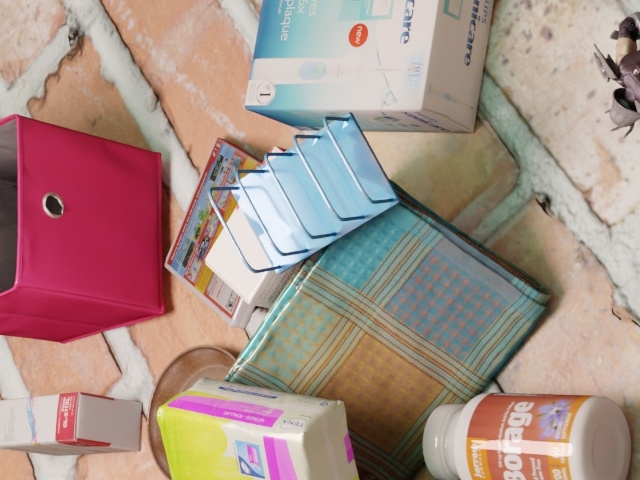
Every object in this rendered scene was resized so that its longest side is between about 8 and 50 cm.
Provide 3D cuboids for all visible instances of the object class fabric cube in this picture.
[{"bbox_3d":[-0.401,-0.005,2.190,0.259,0.258,0.254,-18,67,42],"label":"fabric cube"}]

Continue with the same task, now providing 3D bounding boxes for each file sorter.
[{"bbox_3d":[-0.023,-0.051,1.700,0.170,0.104,0.118,-31,82,18],"label":"file sorter"}]

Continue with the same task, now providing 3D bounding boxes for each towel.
[{"bbox_3d":[0.064,0.135,1.814,0.370,0.271,0.040,-54,10,16],"label":"towel"}]

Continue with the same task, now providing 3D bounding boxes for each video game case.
[{"bbox_3d":[-0.122,-0.016,2.061,0.285,0.025,0.204,33,102,62],"label":"video game case"}]

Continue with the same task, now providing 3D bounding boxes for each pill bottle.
[{"bbox_3d":[0.228,0.232,1.714,0.216,0.121,0.121,-3,77,39],"label":"pill bottle"}]

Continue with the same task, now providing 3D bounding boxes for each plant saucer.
[{"bbox_3d":[-0.156,0.243,2.087,0.198,0.036,0.198,-11,72,38],"label":"plant saucer"}]

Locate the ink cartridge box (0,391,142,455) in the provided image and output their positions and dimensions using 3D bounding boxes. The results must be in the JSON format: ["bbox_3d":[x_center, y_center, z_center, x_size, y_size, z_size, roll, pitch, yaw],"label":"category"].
[{"bbox_3d":[-0.363,0.266,2.192,0.175,0.127,0.072,-9,73,38],"label":"ink cartridge box"}]

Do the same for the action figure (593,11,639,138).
[{"bbox_3d":[0.417,-0.223,1.689,0.285,0.099,0.185,-51,60,23],"label":"action figure"}]

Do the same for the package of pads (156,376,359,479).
[{"bbox_3d":[-0.060,0.313,1.764,0.229,0.101,0.296,5,116,37],"label":"package of pads"}]

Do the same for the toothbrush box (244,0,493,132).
[{"bbox_3d":[0.063,-0.256,1.967,0.295,0.126,0.216,6,83,39],"label":"toothbrush box"}]

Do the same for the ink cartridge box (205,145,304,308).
[{"bbox_3d":[0.000,0.000,1.885,0.100,0.237,0.172,41,106,35],"label":"ink cartridge box"}]

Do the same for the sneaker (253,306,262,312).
[{"bbox_3d":[-0.076,0.071,2.055,0.162,0.063,0.073,28,107,49],"label":"sneaker"}]
